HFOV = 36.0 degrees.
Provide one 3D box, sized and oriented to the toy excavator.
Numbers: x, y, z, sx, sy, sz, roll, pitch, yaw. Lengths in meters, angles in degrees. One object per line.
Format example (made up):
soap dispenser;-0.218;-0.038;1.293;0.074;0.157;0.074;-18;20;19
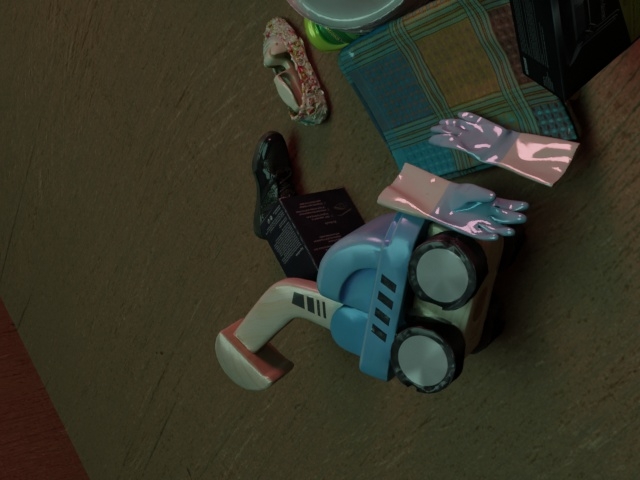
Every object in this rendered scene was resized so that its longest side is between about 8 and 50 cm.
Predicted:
toy excavator;0.055;0.096;1.591;0.445;0.222;0.433;21;116;24

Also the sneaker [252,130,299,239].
sneaker;-0.068;-0.093;1.900;0.130;0.087;0.228;24;119;42

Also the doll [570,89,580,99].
doll;0.294;-0.239;1.466;0.189;0.046;0.129;13;115;48

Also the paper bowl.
paper bowl;0.049;-0.472;1.543;0.284;0.148;0.285;3;96;28

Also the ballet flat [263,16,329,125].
ballet flat;-0.060;-0.320;1.841;0.091;0.077;0.241;-47;63;45

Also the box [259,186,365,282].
box;0.000;0.000;1.784;0.158;0.155;0.093;60;138;20

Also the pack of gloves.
pack of gloves;0.216;-0.104;1.396;0.232;0.195;0.046;22;157;36

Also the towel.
towel;0.198;-0.228;1.508;0.370;0.040;0.272;-14;109;53

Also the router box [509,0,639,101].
router box;0.328;-0.347;1.141;0.081;0.243;0.309;44;170;35

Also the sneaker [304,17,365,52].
sneaker;0.035;-0.474;1.693;0.123;0.109;0.296;-3;94;23
